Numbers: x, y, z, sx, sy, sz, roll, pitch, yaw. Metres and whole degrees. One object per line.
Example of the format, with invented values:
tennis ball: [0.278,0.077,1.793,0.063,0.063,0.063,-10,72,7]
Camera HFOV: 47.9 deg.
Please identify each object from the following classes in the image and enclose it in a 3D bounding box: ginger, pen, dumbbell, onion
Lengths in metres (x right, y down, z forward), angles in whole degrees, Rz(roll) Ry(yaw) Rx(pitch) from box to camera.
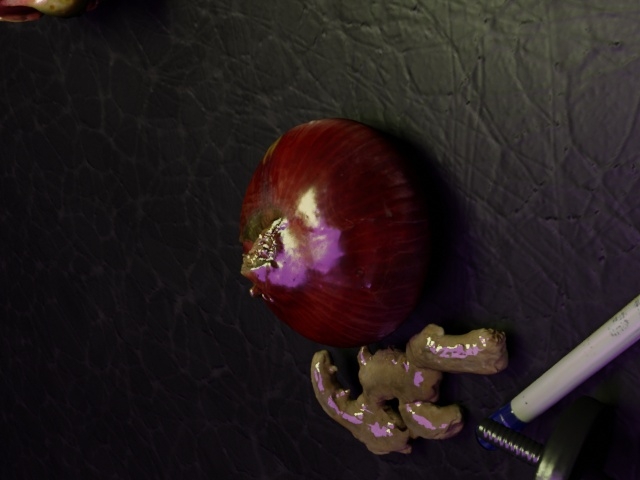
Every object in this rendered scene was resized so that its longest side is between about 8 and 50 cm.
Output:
ginger: [0.108,0.164,0.799,0.258,0.065,0.149,-24,101,38]
pen: [0.237,0.125,0.686,0.033,0.033,0.269,49,131,17]
dumbbell: [0.280,0.232,0.610,0.325,0.143,0.143,21,119,34]
onion: [0.010,-0.003,0.761,0.248,0.161,0.248,6,106,21]

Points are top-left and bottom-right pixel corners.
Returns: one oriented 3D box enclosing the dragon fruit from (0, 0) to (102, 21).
dragon fruit: [-0.378,-0.376,0.882,0.305,0.305,0.226,22,135,34]
